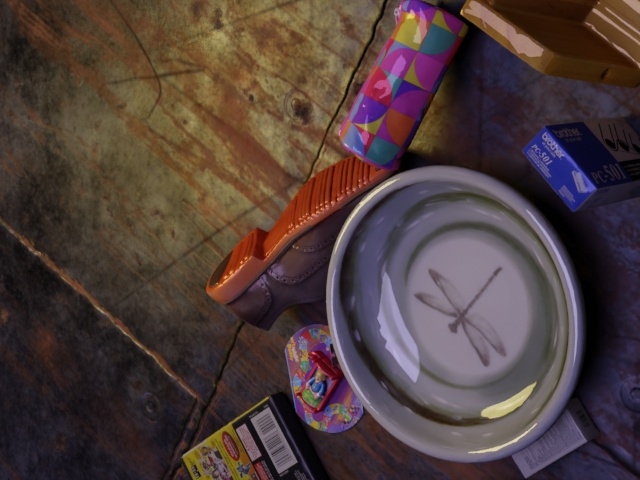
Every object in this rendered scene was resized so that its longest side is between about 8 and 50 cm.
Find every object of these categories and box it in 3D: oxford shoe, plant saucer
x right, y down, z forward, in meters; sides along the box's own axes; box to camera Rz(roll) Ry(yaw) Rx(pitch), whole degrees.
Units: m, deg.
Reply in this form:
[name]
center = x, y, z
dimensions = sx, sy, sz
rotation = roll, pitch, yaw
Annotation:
[oxford shoe]
center = 0.000, 0.000, 1.897
dimensions = 0.364, 0.130, 0.133
rotation = -38, 110, 28
[plant saucer]
center = 0.191, 0.093, 1.749
dimensions = 0.400, 0.100, 0.400
rotation = 8, 103, 37

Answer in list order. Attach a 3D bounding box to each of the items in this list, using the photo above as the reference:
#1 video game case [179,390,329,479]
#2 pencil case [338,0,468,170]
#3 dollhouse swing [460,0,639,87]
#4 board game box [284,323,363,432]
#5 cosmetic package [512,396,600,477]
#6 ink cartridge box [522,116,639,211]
[video game case]
center = -0.084, 0.413, 2.064
dimensions = 0.248, 0.035, 0.275
rotation = -38, 75, 36
[pencil case]
center = 0.107, -0.211, 1.734
dimensions = 0.104, 0.104, 0.236
rotation = 29, 98, 31
[dollhouse swing]
center = 0.408, -0.290, 1.412
dimensions = 0.305, 0.315, 0.347
rotation = 53, 125, 32
[board game box]
center = -0.005, 0.213, 1.968
dimensions = 0.133, 0.033, 0.168
rotation = -8, 92, 39
[cosmetic package]
center = 0.306, 0.262, 1.724
dimensions = 0.115, 0.041, 0.060
rotation = -39, 74, 36
[ink cartridge box]
center = 0.331, -0.093, 1.538
dimensions = 0.097, 0.207, 0.046
rotation = 53, 125, 18
